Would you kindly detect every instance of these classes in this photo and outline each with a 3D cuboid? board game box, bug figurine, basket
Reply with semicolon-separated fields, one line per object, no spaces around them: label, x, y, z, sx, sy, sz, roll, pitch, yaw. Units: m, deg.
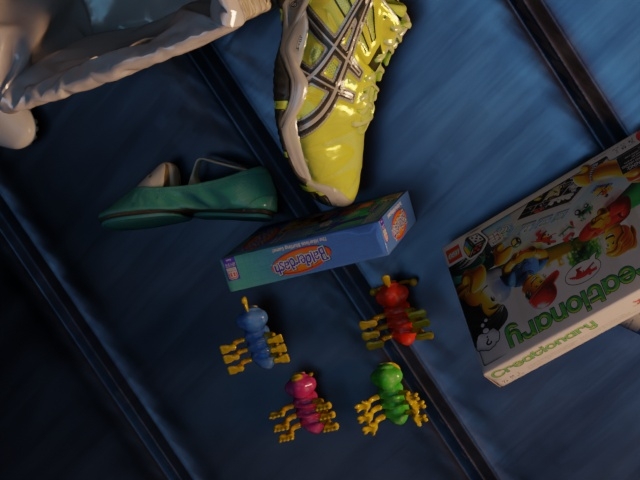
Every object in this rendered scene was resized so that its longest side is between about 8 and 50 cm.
board game box;0.000;0.000;1.772;0.210;0.160;0.047;-13;101;20
bug figurine;0.021;0.155;1.856;0.278;0.072;0.216;-10;108;14
board game box;0.302;0.019;1.685;0.305;0.053;0.193;-32;51;21
basket;-0.251;-0.367;1.688;0.328;0.266;0.331;-18;100;20

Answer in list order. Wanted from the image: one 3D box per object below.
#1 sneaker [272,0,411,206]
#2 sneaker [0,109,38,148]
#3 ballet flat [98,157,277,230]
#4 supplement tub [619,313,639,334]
sneaker;0.029;-0.225;1.711;0.147;0.145;0.385;2;107;16
sneaker;-0.480;-0.202;1.899;0.237;0.086;0.085;40;110;1
ballet flat;-0.172;-0.062;1.859;0.247;0.083;0.087;-3;80;17
supplement tub;0.364;0.065;1.730;0.107;0.071;0.071;25;110;9
